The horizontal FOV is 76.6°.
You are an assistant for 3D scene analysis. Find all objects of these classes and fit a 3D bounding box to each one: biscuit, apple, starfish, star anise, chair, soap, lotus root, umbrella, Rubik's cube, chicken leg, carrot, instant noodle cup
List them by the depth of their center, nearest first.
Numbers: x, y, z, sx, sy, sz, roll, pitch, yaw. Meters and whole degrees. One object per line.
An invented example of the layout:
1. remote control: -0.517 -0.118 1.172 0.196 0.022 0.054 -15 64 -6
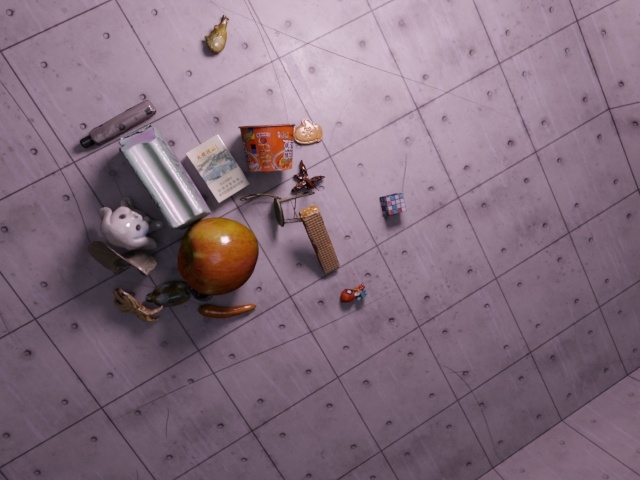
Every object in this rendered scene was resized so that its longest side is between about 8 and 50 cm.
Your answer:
1. soap: -0.644 -0.264 1.680 0.156 0.261 0.445 -33 94 -3
2. umbrella: -0.856 -0.488 1.715 0.338 0.067 0.073 -33 88 -6
3. apple: -0.432 0.066 1.737 0.340 0.339 0.338 -1 97 -11
4. chicken leg: -0.444 -0.897 1.755 0.093 0.070 0.177 21 85 -7
5. instant noodle cup: -0.226 -0.407 1.774 0.251 0.250 0.191 -6 106 -11
6. starfish: -0.810 0.295 1.793 0.238 0.216 0.071 57 42 -40
7. lotus root: -0.688 0.244 1.826 0.192 0.088 0.113 -11 80 -10
8. chair: -0.189 -0.144 1.849 0.326 0.160 0.170 -11 100 -15
9. star anise: -0.061 -0.278 1.865 0.141 0.144 0.158 26 92 -4
10. biscuit: 0.000 0.000 1.874 0.094 0.054 0.378 -26 129 -4
11. biscuit: -0.061 -0.511 1.895 0.140 0.023 0.118 -16 100 -9
12. carrot: -0.440 0.333 1.905 0.272 0.066 0.062 5 139 -14
13. Rubik's cube: 0.353 -0.178 1.982 0.092 0.092 0.092 -15 99 -10

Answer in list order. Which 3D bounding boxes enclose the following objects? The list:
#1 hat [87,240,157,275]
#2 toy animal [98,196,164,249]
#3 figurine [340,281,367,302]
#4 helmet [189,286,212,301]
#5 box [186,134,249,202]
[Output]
1. hat: -0.818 0.060 1.706 0.215 0.149 0.244 1 130 27
2. toy animal: -0.807 -0.064 1.687 0.249 0.289 0.174 36 90 7
3. figurine: 0.162 0.267 2.012 0.140 0.068 0.074 -22 104 -2
4. helmet: -0.551 0.217 1.857 0.098 0.070 0.123 -42 124 -17
5. box: -0.455 -0.319 1.815 0.164 0.069 0.256 -33 102 -6
